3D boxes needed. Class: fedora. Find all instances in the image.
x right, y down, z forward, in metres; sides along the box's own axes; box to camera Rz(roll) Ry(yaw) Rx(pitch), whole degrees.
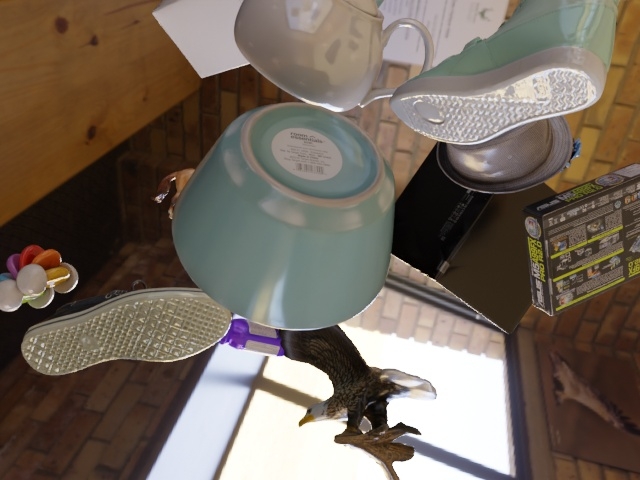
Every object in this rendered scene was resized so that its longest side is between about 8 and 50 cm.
[{"bbox_3d":[0.369,-0.225,1.176,0.124,0.275,0.244,45,44,-58],"label":"fedora"}]

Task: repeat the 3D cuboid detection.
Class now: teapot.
[{"bbox_3d":[0.009,-0.330,0.866,0.187,0.255,0.253,-53,-132,29],"label":"teapot"}]

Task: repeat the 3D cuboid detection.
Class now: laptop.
[{"bbox_3d":[0.429,-0.030,1.589,0.382,0.407,0.236,-55,136,-2],"label":"laptop"}]

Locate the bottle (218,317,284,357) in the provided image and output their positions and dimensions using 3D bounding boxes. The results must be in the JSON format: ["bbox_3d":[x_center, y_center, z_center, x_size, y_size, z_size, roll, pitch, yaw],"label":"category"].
[{"bbox_3d":[-0.244,0.308,1.862,0.092,0.282,0.118,-69,-156,11],"label":"bottle"}]

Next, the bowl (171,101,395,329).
[{"bbox_3d":[-0.027,-0.059,0.740,0.163,0.311,0.312,115,-5,-48],"label":"bowl"}]

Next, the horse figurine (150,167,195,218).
[{"bbox_3d":[-0.350,-0.147,1.654,0.066,0.263,0.175,-146,-118,-65],"label":"horse figurine"}]

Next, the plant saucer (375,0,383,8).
[{"bbox_3d":[0.081,-0.591,1.316,0.037,0.194,0.195,17,84,-47],"label":"plant saucer"}]

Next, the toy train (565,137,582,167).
[{"bbox_3d":[0.664,-0.242,1.584,0.105,0.080,0.184,-60,172,30],"label":"toy train"}]

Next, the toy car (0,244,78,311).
[{"bbox_3d":[-0.700,0.085,1.385,0.136,0.181,0.159,61,12,8],"label":"toy car"}]

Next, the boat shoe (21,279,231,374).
[{"bbox_3d":[-0.442,0.190,1.330,0.156,0.499,0.187,-77,152,-65],"label":"boat shoe"}]

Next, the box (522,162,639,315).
[{"bbox_3d":[0.526,-0.003,1.099,0.060,0.269,0.216,-136,-153,-63],"label":"box"}]

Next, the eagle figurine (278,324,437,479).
[{"bbox_3d":[0.051,0.243,0.974,0.298,0.225,0.227,-105,-165,-58],"label":"eagle figurine"}]

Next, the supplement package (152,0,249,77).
[{"bbox_3d":[-0.163,-0.483,1.178,0.175,0.292,0.178,52,50,-37],"label":"supplement package"}]

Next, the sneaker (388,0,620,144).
[{"bbox_3d":[0.193,-0.193,0.607,0.255,0.094,0.151,1,-122,53],"label":"sneaker"}]
